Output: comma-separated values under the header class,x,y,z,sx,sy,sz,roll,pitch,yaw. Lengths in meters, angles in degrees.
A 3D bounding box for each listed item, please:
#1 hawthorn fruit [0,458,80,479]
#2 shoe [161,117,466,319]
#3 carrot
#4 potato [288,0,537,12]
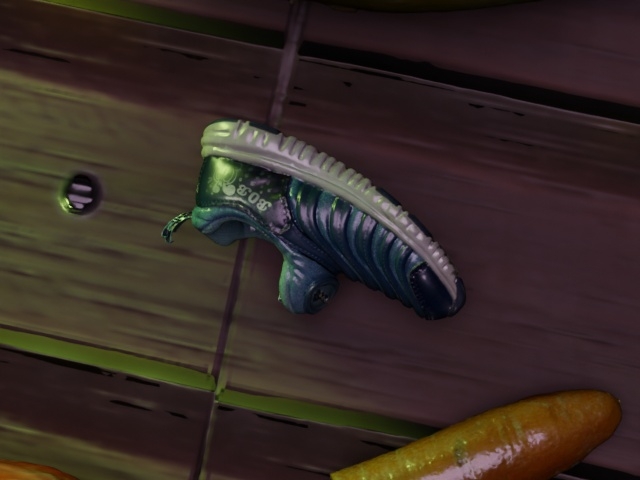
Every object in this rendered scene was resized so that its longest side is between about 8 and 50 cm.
class,x,y,z,sx,sy,sz,roll,pitch,yaw
hawthorn fruit,-0.157,0.207,0.715,0.242,0.272,0.241,0,91,9
shoe,0.000,0.000,0.817,0.143,0.064,0.071,28,89,7
carrot,0.073,0.100,0.816,0.139,0.048,0.048,-24,86,1
potato,0.062,-0.189,0.787,0.298,0.141,0.176,-4,100,-3
